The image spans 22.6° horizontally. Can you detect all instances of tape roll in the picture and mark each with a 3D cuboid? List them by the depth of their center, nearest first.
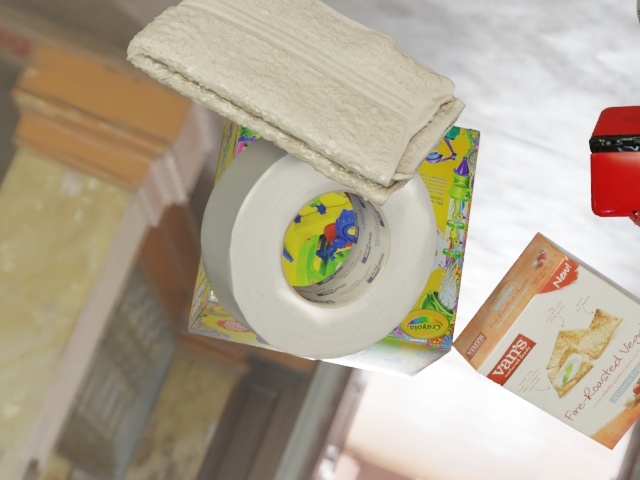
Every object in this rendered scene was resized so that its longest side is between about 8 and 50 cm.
[{"bbox_3d":[0.000,0.000,1.521,0.219,0.219,0.072,30,179,-31],"label":"tape roll"}]

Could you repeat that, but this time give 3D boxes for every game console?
[{"bbox_3d":[0.391,-0.095,1.861,0.144,0.124,0.085,0,123,23],"label":"game console"}]

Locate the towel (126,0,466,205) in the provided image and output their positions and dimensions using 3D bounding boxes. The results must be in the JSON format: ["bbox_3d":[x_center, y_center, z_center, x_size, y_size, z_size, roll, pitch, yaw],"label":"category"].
[{"bbox_3d":[-0.016,-0.150,1.450,0.282,0.187,0.049,29,131,8],"label":"towel"}]

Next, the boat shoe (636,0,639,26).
[{"bbox_3d":[0.490,-0.218,1.578,0.367,0.136,0.156,2,-157,2],"label":"boat shoe"}]

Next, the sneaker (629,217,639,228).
[{"bbox_3d":[0.480,-0.048,2.006,0.276,0.097,0.135,31,144,56],"label":"sneaker"}]

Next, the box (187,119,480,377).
[{"bbox_3d":[0.015,-0.010,1.920,0.289,0.279,0.177,13,161,-10],"label":"box"}]

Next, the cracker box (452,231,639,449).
[{"bbox_3d":[0.277,0.112,1.730,0.232,0.156,0.067,30,-169,-32],"label":"cracker box"}]
